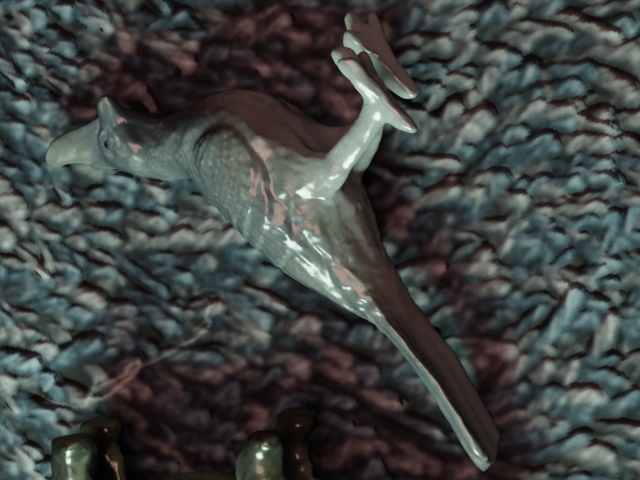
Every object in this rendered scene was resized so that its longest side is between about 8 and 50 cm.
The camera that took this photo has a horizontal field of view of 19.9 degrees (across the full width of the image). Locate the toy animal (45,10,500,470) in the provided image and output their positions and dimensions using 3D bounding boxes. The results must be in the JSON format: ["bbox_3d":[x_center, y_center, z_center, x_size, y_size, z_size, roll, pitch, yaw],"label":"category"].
[{"bbox_3d":[0.000,-0.037,1.143,0.367,0.081,0.206,34,119,16],"label":"toy animal"}]

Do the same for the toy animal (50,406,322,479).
[{"bbox_3d":[-0.013,0.198,1.142,0.343,0.106,0.168,12,100,16],"label":"toy animal"}]
